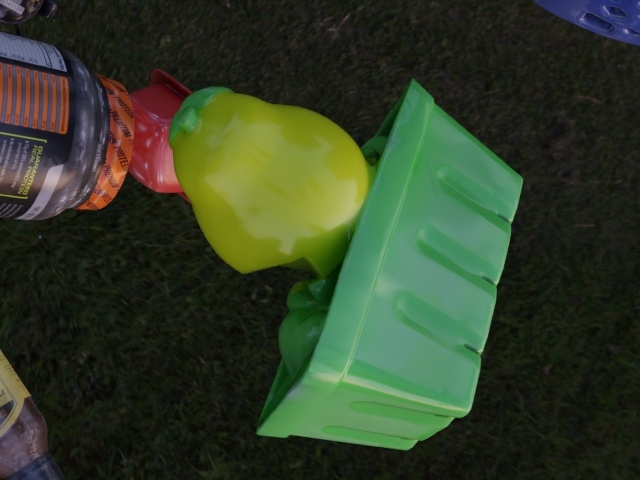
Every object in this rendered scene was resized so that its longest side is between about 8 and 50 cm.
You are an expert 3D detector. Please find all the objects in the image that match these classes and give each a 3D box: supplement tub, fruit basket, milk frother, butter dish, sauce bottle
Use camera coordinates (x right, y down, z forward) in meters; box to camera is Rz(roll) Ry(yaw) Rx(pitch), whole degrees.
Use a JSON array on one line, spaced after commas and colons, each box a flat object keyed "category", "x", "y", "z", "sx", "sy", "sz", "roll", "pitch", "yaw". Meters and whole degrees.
[{"category": "supplement tub", "x": -0.392, "y": -0.133, "z": 0.867, "sx": 0.338, "sy": 0.207, "sz": 0.207, "roll": 8, "pitch": 87, "yaw": -41}, {"category": "fruit basket", "x": 0.000, "y": 0.000, "z": 0.833, "sx": 0.392, "sy": 0.283, "sz": 0.392, "roll": 7, "pitch": 62, "yaw": -14}, {"category": "milk frother", "x": -0.430, "y": -0.303, "z": 1.020, "sx": 0.143, "sy": 0.135, "sz": 0.129, "roll": -48, "pitch": 145, "yaw": -8}, {"category": "butter dish", "x": -0.231, "y": -0.134, "z": 1.090, "sx": 0.118, "sy": 0.160, "sz": 0.160, "roll": -16, "pitch": 133, "yaw": -40}, {"category": "sauce bottle", "x": -0.453, "y": 0.234, "z": 1.098, "sx": 0.111, "sy": 0.111, "sz": 0.344, "roll": -36, "pitch": 87, "yaw": -16}]

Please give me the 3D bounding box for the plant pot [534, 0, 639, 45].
[{"category": "plant pot", "x": 0.362, "y": -0.293, "z": 0.720, "sx": 0.212, "sy": 0.236, "sz": 0.236, "roll": 35, "pitch": 86, "yaw": 3}]
